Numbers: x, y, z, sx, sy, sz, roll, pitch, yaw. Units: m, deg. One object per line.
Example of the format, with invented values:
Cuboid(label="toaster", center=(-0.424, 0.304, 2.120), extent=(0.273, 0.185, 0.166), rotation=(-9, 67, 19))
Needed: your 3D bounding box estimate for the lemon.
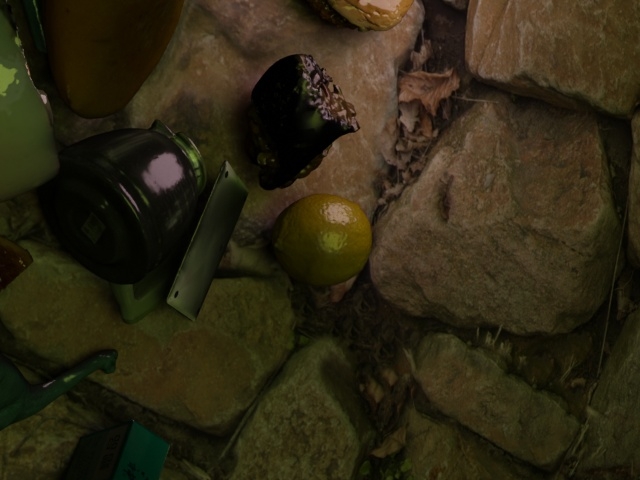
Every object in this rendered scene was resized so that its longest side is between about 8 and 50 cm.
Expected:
Cuboid(label="lemon", center=(0.000, 0.000, 1.895), extent=(0.203, 0.178, 0.178), rotation=(-8, 98, -35))

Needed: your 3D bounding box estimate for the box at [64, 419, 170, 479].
Cuboid(label="box", center=(-0.356, 0.430, 1.641), extent=(0.092, 0.153, 0.244), rotation=(42, 44, -30))

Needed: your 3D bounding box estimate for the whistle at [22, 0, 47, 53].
Cuboid(label="whistle", center=(-0.466, -0.394, 1.625), extent=(0.039, 0.039, 0.186), rotation=(-20, 105, -32))

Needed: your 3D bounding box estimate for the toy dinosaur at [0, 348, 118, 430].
Cuboid(label="toy dinosaur", center=(-0.489, 0.189, 1.559), extent=(0.331, 0.129, 0.383), rotation=(-44, 145, -25))

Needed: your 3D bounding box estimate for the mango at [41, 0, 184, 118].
Cuboid(label="mango", center=(-0.329, -0.362, 1.596), extent=(0.253, 0.182, 0.364), rotation=(-25, 134, -56))

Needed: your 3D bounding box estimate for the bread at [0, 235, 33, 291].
Cuboid(label="bread", center=(-0.546, 0.031, 1.583), extent=(0.136, 0.054, 0.154), rotation=(55, 42, -22))

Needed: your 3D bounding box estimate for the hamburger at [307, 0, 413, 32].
Cuboid(label="hamburger", center=(0.085, -0.542, 1.935), extent=(0.260, 0.145, 0.283), rotation=(20, 87, -37))

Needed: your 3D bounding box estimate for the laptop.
Cuboid(label="laptop", center=(-0.197, 0.005, 1.780), extent=(0.187, 0.015, 0.269), rotation=(61, 50, -73))

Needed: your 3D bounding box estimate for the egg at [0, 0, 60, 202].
Cuboid(label="egg", center=(-0.577, -0.191, 1.386), extent=(0.340, 0.354, 0.354), rotation=(-23, 106, -19))

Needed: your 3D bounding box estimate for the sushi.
Cuboid(label="sushi", center=(-0.049, -0.210, 1.839), extent=(0.200, 0.204, 0.213), rotation=(14, 51, -60))

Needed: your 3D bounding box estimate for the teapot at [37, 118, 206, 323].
Cuboid(label="teapot", center=(-0.284, -0.046, 1.665), extent=(0.239, 0.240, 0.321), rotation=(-42, 111, -39))
